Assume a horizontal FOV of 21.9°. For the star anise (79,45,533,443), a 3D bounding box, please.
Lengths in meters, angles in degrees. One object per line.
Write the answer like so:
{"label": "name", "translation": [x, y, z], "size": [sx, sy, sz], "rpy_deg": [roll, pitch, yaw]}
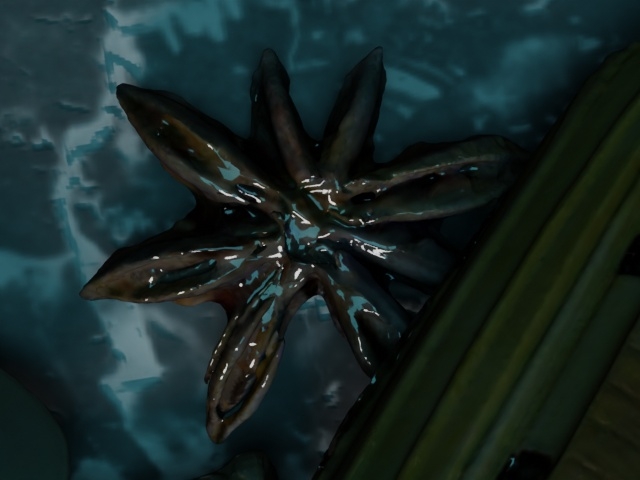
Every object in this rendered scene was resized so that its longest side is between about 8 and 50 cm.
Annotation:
{"label": "star anise", "translation": [0.000, 0.000, 0.817], "size": [0.236, 0.093, 0.229], "rpy_deg": [-28, 92, -3]}

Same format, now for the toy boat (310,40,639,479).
{"label": "toy boat", "translation": [0.108, 0.093, 0.730], "size": [0.445, 0.162, 0.136], "rpy_deg": [-55, 133, -19]}

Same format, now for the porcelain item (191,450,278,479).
{"label": "porcelain item", "translation": [-0.123, 0.164, 0.833], "size": [0.216, 0.081, 0.069], "rpy_deg": [-11, 55, 1]}

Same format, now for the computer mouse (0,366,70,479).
{"label": "computer mouse", "translation": [-0.278, 0.079, 0.756], "size": [0.331, 0.197, 0.095], "rpy_deg": [22, 136, -1]}
